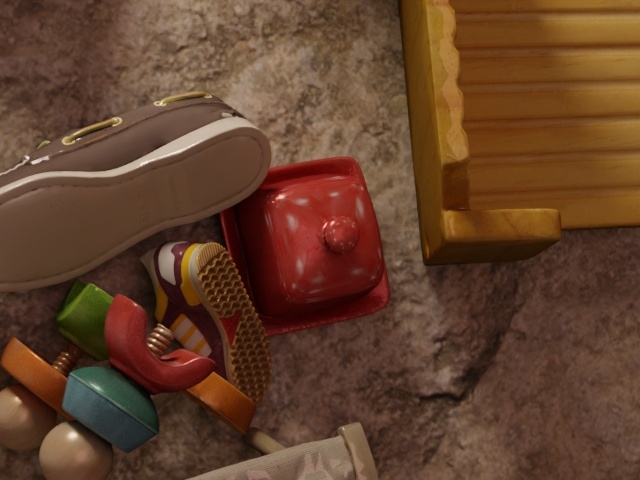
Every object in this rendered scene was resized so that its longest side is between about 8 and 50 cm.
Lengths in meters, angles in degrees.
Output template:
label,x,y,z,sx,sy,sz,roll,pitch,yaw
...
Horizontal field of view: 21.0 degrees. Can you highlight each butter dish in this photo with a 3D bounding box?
label,x,y,z,sx,sy,sz,roll,pitch,yaw
butter dish,0.000,0.000,1.633,0.160,0.118,0.160,-11,88,-23

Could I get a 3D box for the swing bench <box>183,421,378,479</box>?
label,x,y,z,sx,sy,sz,roll,pitch,yaw
swing bench,-0.102,0.268,1.481,0.253,0.255,0.165,-14,89,-23

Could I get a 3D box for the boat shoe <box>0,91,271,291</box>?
label,x,y,z,sx,sy,sz,roll,pitch,yaw
boat shoe,-0.208,-0.050,1.565,0.324,0.097,0.116,-22,133,-20

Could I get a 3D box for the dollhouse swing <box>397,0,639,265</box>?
label,x,y,z,sx,sy,sz,roll,pitch,yaw
dollhouse swing,0.239,-0.165,1.674,0.305,0.315,0.346,-4,84,-3

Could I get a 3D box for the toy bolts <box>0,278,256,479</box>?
label,x,y,z,sx,sy,sz,roll,pitch,yaw
toy bolts,-0.171,0.151,1.479,0.218,0.228,0.158,38,81,-11

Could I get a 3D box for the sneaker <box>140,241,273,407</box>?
label,x,y,z,sx,sy,sz,roll,pitch,yaw
sneaker,-0.107,0.081,1.613,0.069,0.084,0.185,-44,127,-46
